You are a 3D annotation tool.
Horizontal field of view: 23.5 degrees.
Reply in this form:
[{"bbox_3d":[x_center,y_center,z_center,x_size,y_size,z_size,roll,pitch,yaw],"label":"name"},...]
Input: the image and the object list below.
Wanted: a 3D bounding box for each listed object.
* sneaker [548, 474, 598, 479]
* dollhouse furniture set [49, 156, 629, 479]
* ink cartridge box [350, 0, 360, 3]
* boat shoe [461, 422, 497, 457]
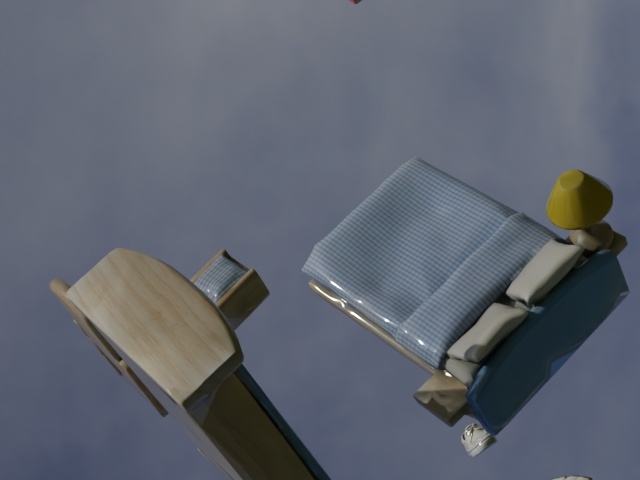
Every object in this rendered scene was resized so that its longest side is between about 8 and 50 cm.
[{"bbox_3d":[0.170,0.243,1.232,0.063,0.162,0.073,59,-155,-20],"label":"sneaker"},{"bbox_3d":[0.000,0.000,1.023,0.303,0.286,0.198,-43,-44,-12],"label":"dollhouse furniture set"},{"bbox_3d":[-0.019,-0.385,1.755,0.092,0.218,0.158,-41,-43,-10],"label":"ink cartridge box"},{"bbox_3d":[0.188,0.239,1.863,0.035,0.100,0.035,-34,-96,-6],"label":"boat shoe"}]
